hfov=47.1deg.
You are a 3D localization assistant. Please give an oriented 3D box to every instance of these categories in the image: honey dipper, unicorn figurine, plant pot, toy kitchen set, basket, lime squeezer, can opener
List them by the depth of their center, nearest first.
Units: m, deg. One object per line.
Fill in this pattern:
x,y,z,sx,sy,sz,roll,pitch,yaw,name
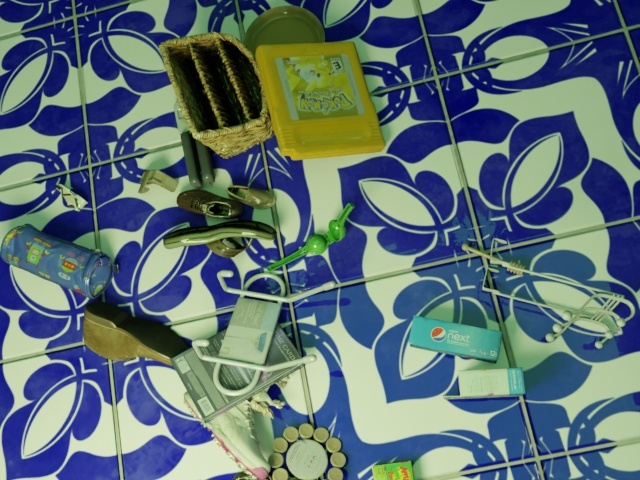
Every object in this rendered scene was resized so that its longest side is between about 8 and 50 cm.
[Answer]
-0.136,0.347,1.795,0.111,0.060,0.162,20,38,-13,unicorn figurine
0.422,0.044,1.805,0.161,0.030,0.030,23,80,17,honey dipper
0.000,0.000,1.863,0.310,0.110,0.059,-37,87,31,lime squeezer
-0.251,-0.402,1.933,0.213,0.223,0.299,-24,75,11,basket
-0.353,-0.285,2.002,0.076,0.095,0.283,-17,67,6,can opener
-0.451,-0.147,2.017,0.083,0.075,0.068,0,66,52,toy kitchen set
-0.102,-0.548,2.064,0.236,0.032,0.236,-3,74,9,plant pot

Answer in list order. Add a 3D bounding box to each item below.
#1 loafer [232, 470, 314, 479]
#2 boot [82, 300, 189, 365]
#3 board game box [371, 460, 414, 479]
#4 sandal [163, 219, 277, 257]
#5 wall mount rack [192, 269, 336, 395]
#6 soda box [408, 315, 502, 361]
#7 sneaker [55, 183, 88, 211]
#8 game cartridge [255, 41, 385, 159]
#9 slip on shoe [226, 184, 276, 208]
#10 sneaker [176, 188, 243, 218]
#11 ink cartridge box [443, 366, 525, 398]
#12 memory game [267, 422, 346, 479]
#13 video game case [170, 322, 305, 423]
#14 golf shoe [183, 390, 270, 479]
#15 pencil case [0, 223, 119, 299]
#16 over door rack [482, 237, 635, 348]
-0.098,0.597,1.716,0.251,0.087,0.094,4,76,11,loafer
-0.475,0.266,1.890,0.305,0.112,0.115,22,110,11,boot
0.177,0.605,1.687,0.092,0.043,0.181,-10,74,7,board game box
-0.257,0.002,1.912,0.303,0.120,0.086,-7,101,10,sandal
-0.128,0.198,1.754,0.304,0.130,0.350,7,54,12,wall mount rack
0.321,0.236,1.750,0.210,0.067,0.071,10,76,13,soda box
-0.703,-0.121,2.051,0.109,0.040,0.043,33,85,17,sneaker
0.000,-0.371,1.922,0.285,0.052,0.323,-9,71,-21,game cartridge
-0.186,-0.120,1.955,0.135,0.041,0.051,18,79,15,slip on shoe
-0.302,-0.097,1.946,0.188,0.071,0.066,9,99,12,sneaker
0.373,0.331,1.694,0.181,0.104,0.061,-5,74,9,ink cartridge box
-0.032,0.517,1.723,0.186,0.012,0.186,5,52,-6,memory game
-0.202,0.296,1.785,0.274,0.026,0.196,-27,53,-16,video game case
-0.201,0.430,1.748,0.140,0.115,0.306,-40,56,-14,golf shoe
-0.698,0.050,1.960,0.306,0.119,0.133,19,96,15,pencil case
0.511,0.139,1.655,0.324,0.239,0.108,26,75,16,over door rack
